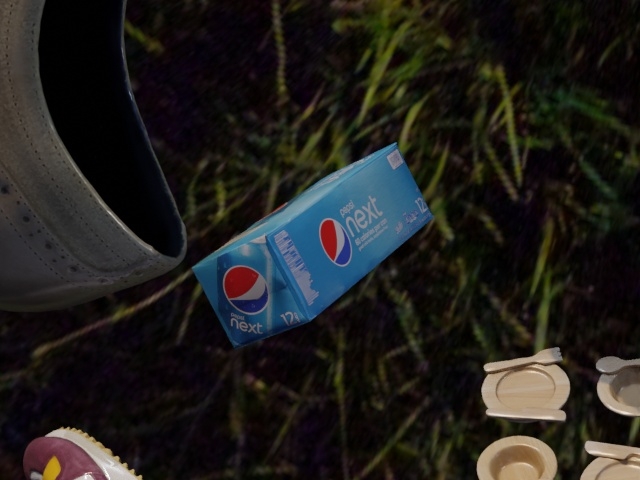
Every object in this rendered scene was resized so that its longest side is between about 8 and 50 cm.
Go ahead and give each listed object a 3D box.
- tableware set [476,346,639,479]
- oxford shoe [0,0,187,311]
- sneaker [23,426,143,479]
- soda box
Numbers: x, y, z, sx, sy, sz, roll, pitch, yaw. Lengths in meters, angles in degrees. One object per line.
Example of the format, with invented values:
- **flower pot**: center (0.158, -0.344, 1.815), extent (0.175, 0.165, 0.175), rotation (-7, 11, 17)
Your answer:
- **tableware set**: center (0.179, 0.134, 1.019), extent (0.141, 0.168, 0.020), rotation (-1, 130, 15)
- **oxford shoe**: center (-0.124, -0.141, 0.499), extent (0.130, 0.123, 0.348), rotation (-6, 108, 20)
- **sneaker**: center (-0.140, 0.175, 0.862), extent (0.185, 0.084, 0.069), rotation (20, 140, 46)
- **soda box**: center (0.000, 0.000, 1.043), extent (0.071, 0.210, 0.067), rotation (-23, 97, 34)
